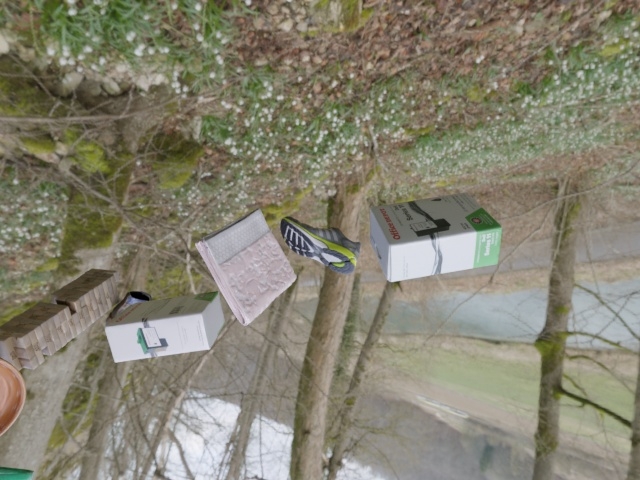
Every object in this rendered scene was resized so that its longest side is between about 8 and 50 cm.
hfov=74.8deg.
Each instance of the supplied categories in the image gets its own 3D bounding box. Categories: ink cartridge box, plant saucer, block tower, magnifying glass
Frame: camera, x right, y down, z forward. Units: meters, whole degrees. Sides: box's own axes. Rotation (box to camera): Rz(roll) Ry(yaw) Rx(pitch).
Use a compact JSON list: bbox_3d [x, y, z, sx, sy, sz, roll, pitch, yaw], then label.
[{"bbox_3d":[0.211,-0.011,0.807,0.208,0.153,0.087,-10,123,-4],"label":"ink cartridge box"},{"bbox_3d":[-0.688,0.311,0.803,0.037,0.200,0.200,12,167,46],"label":"plant saucer"},{"bbox_3d":[-0.647,0.187,1.055,0.090,0.097,0.335,5,-155,12],"label":"block tower"},{"bbox_3d":[-0.355,0.197,0.983,0.219,0.093,0.160,-9,-169,2],"label":"ink cartridge box"},{"bbox_3d":[-0.565,0.398,0.717,0.231,0.026,0.092,-21,147,39],"label":"magnifying glass"}]

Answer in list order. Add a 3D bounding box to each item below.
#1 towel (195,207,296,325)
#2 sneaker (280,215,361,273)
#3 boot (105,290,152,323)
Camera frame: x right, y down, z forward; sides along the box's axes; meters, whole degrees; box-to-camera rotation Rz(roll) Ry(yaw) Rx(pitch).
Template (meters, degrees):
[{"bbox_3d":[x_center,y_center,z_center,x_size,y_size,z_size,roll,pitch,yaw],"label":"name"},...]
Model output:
[{"bbox_3d":[-0.238,0.077,1.454,0.053,0.332,0.317,-20,102,35],"label":"towel"},{"bbox_3d":[0.000,0.000,1.409,0.300,0.121,0.111,30,135,10],"label":"sneaker"},{"bbox_3d":[-0.501,0.213,1.235,0.082,0.106,0.219,41,-168,34],"label":"boot"}]
